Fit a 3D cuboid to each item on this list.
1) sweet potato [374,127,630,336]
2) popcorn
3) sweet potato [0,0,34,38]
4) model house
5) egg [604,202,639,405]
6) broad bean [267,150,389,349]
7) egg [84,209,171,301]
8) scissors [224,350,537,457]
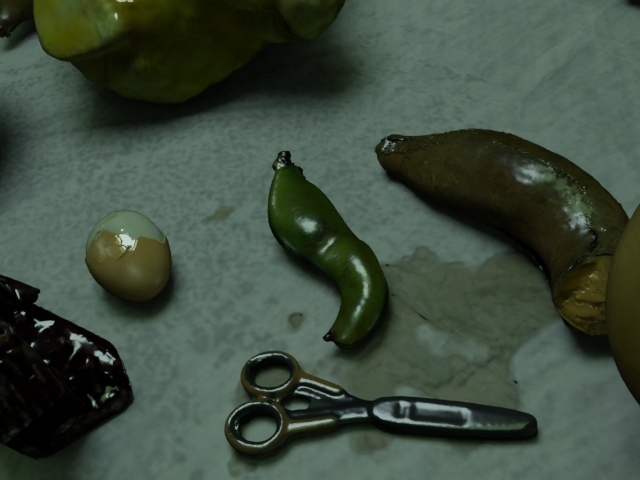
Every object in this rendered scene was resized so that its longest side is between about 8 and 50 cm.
[{"bbox_3d":[0.151,-0.033,0.616,0.112,0.085,0.286,-38,51,-15],"label":"sweet potato"},{"bbox_3d":[-0.138,-0.293,0.830,0.334,0.293,0.292,-27,83,26],"label":"popcorn"},{"bbox_3d":[-0.324,-0.416,1.025,0.158,0.158,0.369,17,53,25],"label":"sweet potato"},{"bbox_3d":[-0.254,0.072,0.559,0.203,0.164,0.141,12,57,20],"label":"model house"},{"bbox_3d":[0.318,0.019,0.418,0.322,0.250,0.250,-15,47,-6],"label":"egg"},{"bbox_3d":[0.000,0.000,0.644,0.070,0.048,0.213,-20,50,-7],"label":"broad bean"},{"bbox_3d":[-0.163,0.015,0.652,0.071,0.071,0.083,-35,54,-19],"label":"egg"},{"bbox_3d":[0.042,0.123,0.545,0.220,0.017,0.088,2,46,14],"label":"scissors"}]
